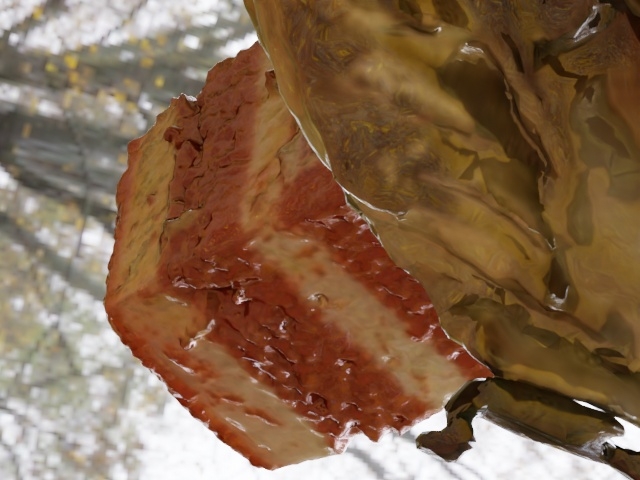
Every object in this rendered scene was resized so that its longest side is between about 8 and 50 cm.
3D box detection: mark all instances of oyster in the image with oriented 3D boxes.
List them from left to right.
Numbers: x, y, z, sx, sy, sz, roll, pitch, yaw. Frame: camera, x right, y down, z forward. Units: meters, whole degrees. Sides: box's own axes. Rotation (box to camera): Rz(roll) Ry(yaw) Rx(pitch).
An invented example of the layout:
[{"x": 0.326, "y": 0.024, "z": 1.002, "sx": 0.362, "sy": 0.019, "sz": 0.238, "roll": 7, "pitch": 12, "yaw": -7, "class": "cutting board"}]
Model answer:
[{"x": 0.138, "y": 0.002, "z": 0.324, "sx": 0.133, "sy": 0.336, "sz": 0.198, "roll": -67, "pitch": 169, "yaw": -46, "class": "oyster"}]

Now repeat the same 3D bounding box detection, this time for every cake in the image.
[{"x": 0.000, "y": 0.000, "z": 1.400, "sx": 0.319, "sy": 0.270, "sz": 0.269, "roll": -30, "pitch": -146, "yaw": 26, "class": "cake"}]
